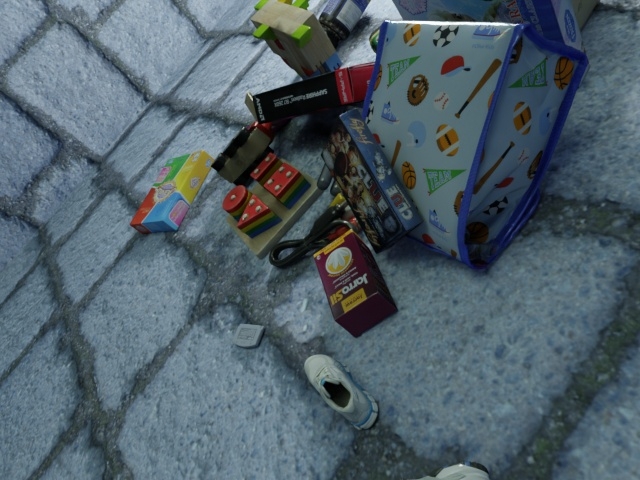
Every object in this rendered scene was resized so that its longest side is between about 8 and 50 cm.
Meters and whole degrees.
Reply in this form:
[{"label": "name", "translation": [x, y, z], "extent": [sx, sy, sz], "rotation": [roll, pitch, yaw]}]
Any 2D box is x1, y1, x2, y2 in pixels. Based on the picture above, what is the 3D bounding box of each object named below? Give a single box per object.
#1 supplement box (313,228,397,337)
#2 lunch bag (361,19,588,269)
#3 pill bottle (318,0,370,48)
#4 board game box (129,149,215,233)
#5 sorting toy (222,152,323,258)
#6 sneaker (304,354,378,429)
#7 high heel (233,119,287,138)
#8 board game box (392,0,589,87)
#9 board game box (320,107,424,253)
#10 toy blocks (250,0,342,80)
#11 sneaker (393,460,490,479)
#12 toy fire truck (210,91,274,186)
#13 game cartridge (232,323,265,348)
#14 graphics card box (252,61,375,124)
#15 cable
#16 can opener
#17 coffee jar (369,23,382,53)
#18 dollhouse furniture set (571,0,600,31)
[{"label": "supplement box", "translation": [0.066, 0.082, 0.948], "extent": [0.104, 0.081, 0.188], "rotation": [-35, 40, 14]}, {"label": "lunch bag", "translation": [0.239, -0.179, 0.877], "extent": [0.328, 0.238, 0.386], "rotation": [35, 117, 52]}, {"label": "pill bottle", "translation": [0.070, -0.781, 1.639], "extent": [0.219, 0.122, 0.123], "rotation": [-55, 38, 9]}, {"label": "board game box", "translation": [-0.549, -0.178, 1.747], "extent": [0.242, 0.064, 0.317], "rotation": [-3, 55, 41]}, {"label": "sorting toy", "translation": [-0.156, -0.117, 1.316], "extent": [0.255, 0.089, 0.257], "rotation": [-48, 39, -1]}, {"label": "sneaker", "translation": [0.021, 0.254, 0.844], "extent": [0.071, 0.083, 0.190], "rotation": [-54, 38, -7]}, {"label": "high heel", "translation": [-0.203, -0.377, 1.619], "extent": [0.244, 0.082, 0.117], "rotation": [-38, -3, 37]}, {"label": "board game box", "translation": [0.335, -0.435, 0.958], "extent": [0.318, 0.318, 0.066], "rotation": [15, 69, 49]}, {"label": "board game box", "translation": [0.090, -0.107, 0.912], "extent": [0.042, 0.243, 0.165], "rotation": [-26, -10, -19]}, {"label": "toy blocks", "translation": [-0.065, -0.635, 1.562], "extent": [0.191, 0.261, 0.381], "rotation": [-45, 46, -2]}, {"label": "sneaker", "translation": [0.134, 0.372, 0.639], "extent": [0.211, 0.080, 0.081], "rotation": [-32, 38, 20]}, {"label": "toy fire truck", "translation": [-0.235, -0.329, 1.502], "extent": [0.217, 0.158, 0.246], "rotation": [-35, 26, 42]}, {"label": "game cartridge", "translation": [-0.168, 0.223, 1.096], "extent": [0.083, 0.017, 0.056], "rotation": [-4, 52, 41]}, {"label": "graphics card box", "translation": [0.012, -0.414, 1.325], "extent": [0.370, 0.094, 0.232], "rotation": [2, 22, 42]}, {"label": "cable", "translation": [0.000, 0.000, 1.124], "extent": [0.287, 0.072, 0.140], "rotation": [-42, 54, 26]}, {"label": "can opener", "translation": [0.061, -0.230, 1.202], "extent": [0.093, 0.074, 0.281], "rotation": [127, 164, -60]}, {"label": "coffee jar", "translation": [0.205, -0.564, 1.376], "extent": [0.096, 0.079, 0.184], "rotation": [-34, 41, 20]}, {"label": "dollhouse furniture set", "translation": [0.401, -0.547, 1.017], "extent": [0.303, 0.286, 0.198], "rotation": [24, 75, 38]}]
